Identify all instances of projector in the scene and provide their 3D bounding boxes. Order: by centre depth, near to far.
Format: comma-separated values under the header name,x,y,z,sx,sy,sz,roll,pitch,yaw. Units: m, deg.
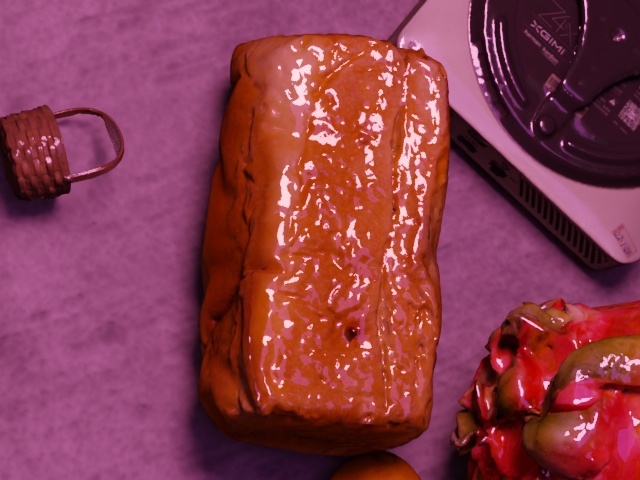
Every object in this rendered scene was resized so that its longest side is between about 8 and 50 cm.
name,x,y,z,sx,sy,sz,roll,pitch,yaw
projector,0.215,-0.151,1.329,0.257,0.079,0.259,42,70,-9

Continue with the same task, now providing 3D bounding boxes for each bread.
name,x,y,z,sx,sy,sz,roll,pitch,yaw
bread,0.000,0.000,1.201,0.166,0.132,0.294,5,76,-10

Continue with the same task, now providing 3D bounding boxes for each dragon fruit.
name,x,y,z,sx,sy,sz,roll,pitch,yaw
dragon fruit,0.239,0.160,1.186,0.302,0.231,0.237,33,51,21

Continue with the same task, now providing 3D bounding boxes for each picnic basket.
name,x,y,z,sx,sy,sz,roll,pitch,yaw
picnic basket,-0.180,-0.064,1.185,0.083,0.072,0.072,-16,87,-16

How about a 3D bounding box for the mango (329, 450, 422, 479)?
name,x,y,z,sx,sy,sz,roll,pitch,yaw
mango,0.059,0.241,1.210,0.115,0.090,0.178,-36,91,-33
